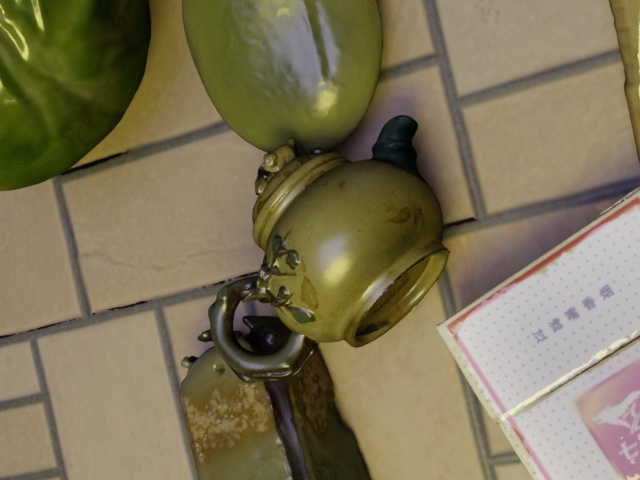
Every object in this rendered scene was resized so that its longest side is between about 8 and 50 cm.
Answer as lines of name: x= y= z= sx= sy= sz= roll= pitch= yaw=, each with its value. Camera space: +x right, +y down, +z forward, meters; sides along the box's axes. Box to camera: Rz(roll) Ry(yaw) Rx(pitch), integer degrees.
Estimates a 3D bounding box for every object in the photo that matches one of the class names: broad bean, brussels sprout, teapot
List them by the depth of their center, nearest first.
teapot: x=0.000 y=0.000 z=0.844 sx=0.269 sy=0.173 sz=0.182 roll=-44 pitch=71 yaw=0
broad bean: x=-0.039 y=-0.206 z=0.882 sx=0.189 sy=0.121 sz=0.263 roll=-7 pitch=92 yaw=17
brussels sprout: x=-0.322 y=-0.231 z=0.886 sx=0.289 sy=0.355 sz=0.281 roll=-44 pitch=43 yaw=-14

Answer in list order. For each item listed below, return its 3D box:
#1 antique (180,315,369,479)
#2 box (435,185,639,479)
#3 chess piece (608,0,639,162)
antique: x=-0.040 y=0.211 z=0.900 sx=0.125 sy=0.150 sz=0.284 roll=-25 pitch=75 yaw=22
box: x=0.271 y=0.149 z=0.772 sx=0.210 sy=0.095 sz=0.330 roll=-36 pitch=73 yaw=17
chess piece: x=0.288 y=-0.207 z=0.764 sx=0.137 sy=0.137 sz=0.301 roll=-7 pitch=102 yaw=22
